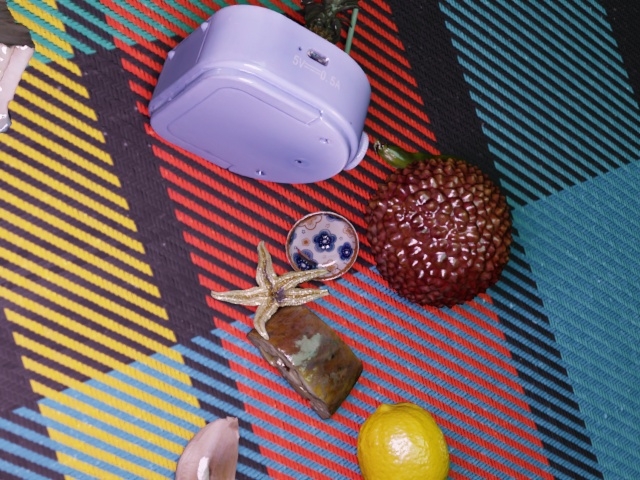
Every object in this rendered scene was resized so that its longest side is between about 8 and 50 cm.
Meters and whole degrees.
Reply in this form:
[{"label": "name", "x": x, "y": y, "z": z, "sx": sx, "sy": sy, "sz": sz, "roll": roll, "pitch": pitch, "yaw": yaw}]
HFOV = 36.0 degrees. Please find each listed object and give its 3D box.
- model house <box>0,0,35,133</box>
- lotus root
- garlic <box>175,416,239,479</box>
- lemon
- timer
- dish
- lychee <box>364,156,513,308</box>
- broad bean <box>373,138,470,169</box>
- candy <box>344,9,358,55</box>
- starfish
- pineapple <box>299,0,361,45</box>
[{"label": "model house", "x": -0.586, "y": -0.234, "z": 1.469, "sx": 0.243, "sy": 0.298, "sz": 0.284, "roll": 11, "pitch": 112, "yaw": -27}, {"label": "lotus root", "x": -0.016, "y": 0.222, "z": 1.829, "sx": 0.119, "sy": 0.138, "sz": 0.235, "roll": -47, "pitch": 111, "yaw": -19}, {"label": "garlic", "x": -0.199, "y": 0.399, "z": 1.706, "sx": 0.101, "sy": 0.087, "sz": 0.195, "roll": 20, "pitch": 67, "yaw": -41}, {"label": "lemon", "x": 0.155, "y": 0.405, "z": 1.865, "sx": 0.180, "sy": 0.180, "sz": 0.193, "roll": -30, "pitch": 74, "yaw": -32}, {"label": "timer", "x": -0.082, "y": -0.242, "z": 1.730, "sx": 0.395, "sy": 0.395, "sz": 0.173, "roll": 25, "pitch": 66, "yaw": -25}, {"label": "dish", "x": 0.000, "y": 0.000, "z": 1.911, "sx": 0.141, "sy": 0.078, "sz": 0.141, "roll": -2, "pitch": 110, "yaw": -6}, {"label": "lychee", "x": 0.236, "y": -0.017, "z": 1.928, "sx": 0.306, "sy": 0.330, "sz": 0.306, "roll": 0, "pitch": 89, "yaw": -2}, {"label": "broad bean", "x": 0.223, "y": -0.162, "z": 2.084, "sx": 0.254, "sy": 0.046, "sz": 0.065, "roll": 9, "pitch": 63, "yaw": -28}, {"label": "candy", "x": 0.042, "y": -0.361, "z": 2.010, "sx": 0.083, "sy": 0.091, "sz": 0.305, "roll": 34, "pitch": 54, "yaw": -34}, {"label": "starfish", "x": -0.090, "y": 0.088, "z": 1.815, "sx": 0.223, "sy": 0.050, "sz": 0.216, "roll": -3, "pitch": 60, "yaw": -6}, {"label": "pineapple", "x": 0.013, "y": -0.433, "z": 1.964, "sx": 0.130, "sy": 0.119, "sz": 0.277, "roll": 16, "pitch": 67, "yaw": 17}]
